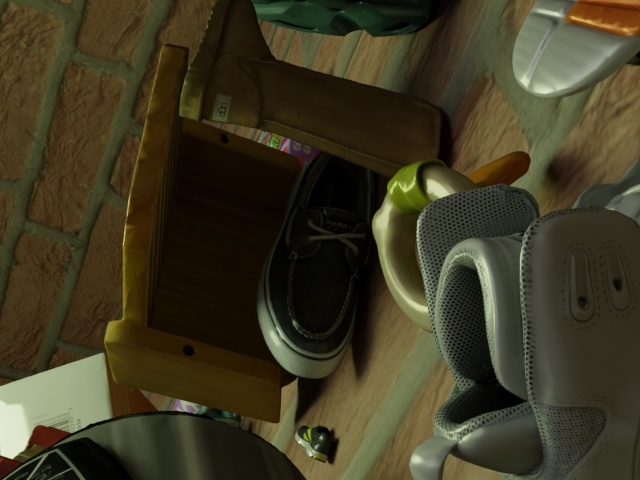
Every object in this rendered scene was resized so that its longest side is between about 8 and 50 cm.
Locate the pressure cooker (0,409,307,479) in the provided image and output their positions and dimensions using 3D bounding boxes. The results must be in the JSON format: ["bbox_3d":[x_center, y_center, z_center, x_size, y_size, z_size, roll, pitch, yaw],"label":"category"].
[{"bbox_3d":[-0.120,0.368,0.781,0.420,0.375,0.370,-128,41,-71],"label":"pressure cooker"}]

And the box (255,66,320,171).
[{"bbox_3d":[-0.070,-0.128,1.644,0.293,0.057,0.201,130,151,-56],"label":"box"}]

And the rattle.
[{"bbox_3d":[0.133,0.033,0.735,0.130,0.142,0.200,-50,56,30],"label":"rattle"}]

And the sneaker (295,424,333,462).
[{"bbox_3d":[-0.003,0.228,1.125,0.035,0.031,0.083,-60,20,0],"label":"sneaker"}]

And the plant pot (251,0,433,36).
[{"bbox_3d":[0.028,-0.441,1.184,0.341,0.341,0.334,-178,96,-74],"label":"plant pot"}]

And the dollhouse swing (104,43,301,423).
[{"bbox_3d":[-0.104,-0.017,1.199,0.305,0.315,0.347,130,152,-50],"label":"dollhouse swing"}]

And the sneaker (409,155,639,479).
[{"bbox_3d":[0.173,-0.023,0.422,0.137,0.210,0.366,-156,82,-74],"label":"sneaker"}]

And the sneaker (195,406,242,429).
[{"bbox_3d":[-0.163,0.318,1.436,0.283,0.110,0.122,-131,61,-71],"label":"sneaker"}]

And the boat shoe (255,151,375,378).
[{"bbox_3d":[0.000,0.000,1.157,0.119,0.121,0.335,119,161,-47],"label":"boat shoe"}]

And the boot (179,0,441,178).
[{"bbox_3d":[-0.004,-0.168,1.079,0.236,0.269,0.089,-80,6,-46],"label":"boot"}]

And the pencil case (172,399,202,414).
[{"bbox_3d":[-0.222,0.289,1.700,0.086,0.088,0.206,-108,38,-60],"label":"pencil case"}]

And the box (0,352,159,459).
[{"bbox_3d":[-0.320,0.349,1.444,0.345,0.168,0.215,70,-178,-58],"label":"box"}]

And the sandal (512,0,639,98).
[{"bbox_3d":[0.240,-0.184,0.628,0.265,0.076,0.102,-49,37,12],"label":"sandal"}]

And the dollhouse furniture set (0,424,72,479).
[{"bbox_3d":[-0.215,0.358,1.141,0.201,0.374,0.152,29,-101,-89],"label":"dollhouse furniture set"}]
